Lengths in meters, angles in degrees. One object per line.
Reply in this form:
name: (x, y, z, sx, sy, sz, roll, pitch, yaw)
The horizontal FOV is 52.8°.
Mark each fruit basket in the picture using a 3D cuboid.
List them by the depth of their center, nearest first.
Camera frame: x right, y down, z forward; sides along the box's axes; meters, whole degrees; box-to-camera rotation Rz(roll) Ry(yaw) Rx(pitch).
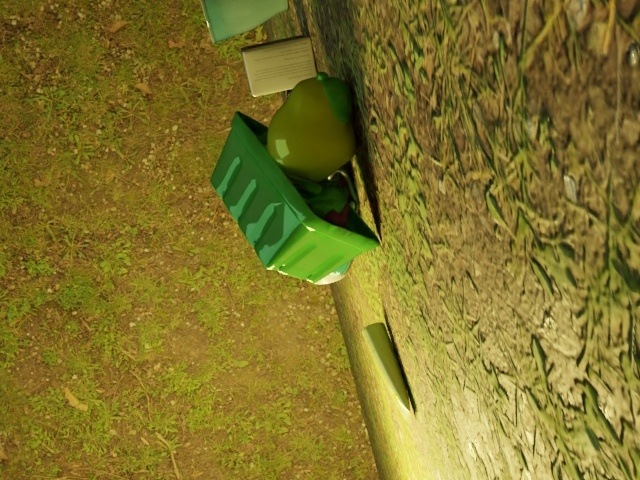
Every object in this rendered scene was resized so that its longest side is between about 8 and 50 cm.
fruit basket: (-0.025, -0.152, 1.318, 0.282, 0.392, 0.392, 22, -135, -50)

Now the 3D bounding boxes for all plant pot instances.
plant pot: (-0.239, -0.763, 1.953, 0.271, 0.255, 0.272, 165, 90, -86)

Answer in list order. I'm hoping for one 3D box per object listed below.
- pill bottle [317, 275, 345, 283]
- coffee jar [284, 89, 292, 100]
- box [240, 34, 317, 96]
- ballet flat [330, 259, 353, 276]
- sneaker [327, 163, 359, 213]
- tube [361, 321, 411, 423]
pill bottle: (0.000, 0.000, 2.132, 0.153, 0.153, 0.265, -116, 12, -75)
coffee jar: (-0.078, -0.476, 2.008, 0.184, 0.079, 0.096, -108, 5, -46)
box: (-0.112, -0.468, 1.716, 0.181, 0.181, 0.119, -113, 11, -69)
ballet flat: (0.036, -0.074, 1.723, 0.124, 0.116, 0.343, -69, -30, -59)
sneaker: (0.041, -0.070, 1.540, 0.125, 0.104, 0.262, -117, 13, -67)
tube: (0.165, 0.312, 1.529, 0.070, 0.062, 0.240, 12, -133, -47)
